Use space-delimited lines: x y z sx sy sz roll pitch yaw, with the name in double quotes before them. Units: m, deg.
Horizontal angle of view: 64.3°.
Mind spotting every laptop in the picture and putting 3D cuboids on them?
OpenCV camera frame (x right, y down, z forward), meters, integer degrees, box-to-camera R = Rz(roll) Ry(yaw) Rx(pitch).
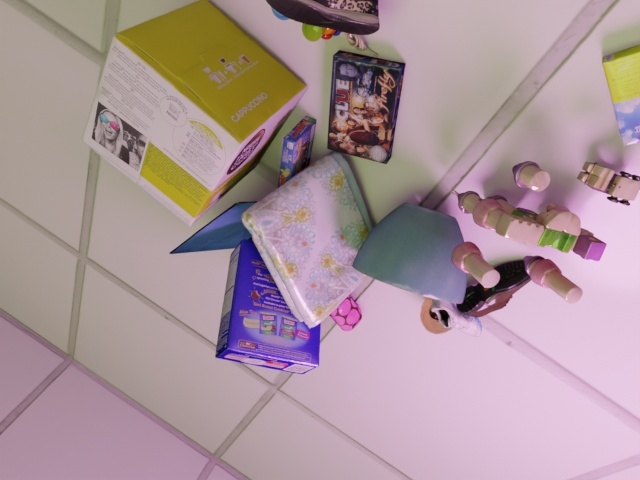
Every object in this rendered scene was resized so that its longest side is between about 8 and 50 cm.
"laptop" -0.158 0.053 1.533 0.381 0.236 0.408 -28 109 42

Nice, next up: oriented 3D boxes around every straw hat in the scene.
"straw hat" 0.341 0.200 1.488 0.145 0.144 0.061 55 172 -19

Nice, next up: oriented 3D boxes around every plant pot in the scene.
"plant pot" 0.247 0.017 1.286 0.290 0.290 0.196 19 95 15

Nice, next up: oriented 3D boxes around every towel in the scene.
"towel" 0.000 0.000 1.347 0.090 0.320 0.375 11 133 50

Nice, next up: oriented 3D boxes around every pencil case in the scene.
"pencil case" 0.056 0.194 1.610 0.095 0.098 0.209 30 161 50

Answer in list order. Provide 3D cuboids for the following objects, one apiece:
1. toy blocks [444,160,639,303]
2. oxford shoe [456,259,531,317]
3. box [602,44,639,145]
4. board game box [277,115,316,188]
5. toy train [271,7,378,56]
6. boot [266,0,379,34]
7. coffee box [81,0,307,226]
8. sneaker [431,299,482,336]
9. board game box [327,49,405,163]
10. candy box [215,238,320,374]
"toy blocks" 0.459 -0.061 1.142 0.288 0.260 0.309 12 110 -17
"oxford shoe" 0.477 0.130 1.354 0.096 0.083 0.227 31 125 -34
"box" 0.615 -0.279 0.970 0.108 0.042 0.178 -11 119 36
"board game box" -0.065 -0.207 1.341 0.035 0.136 0.201 22 132 11
"toy train" 0.013 -0.462 1.087 0.248 0.143 0.105 41 134 -6
"boot" 0.015 -0.513 0.984 0.236 0.179 0.085 6 -177 -22
"coffee box" -0.299 -0.312 1.245 0.338 0.338 0.334 40 134 -5
"sneaker" 0.371 0.222 1.417 0.190 0.083 0.071 39 138 -14
"board game box" 0.103 -0.316 1.225 0.164 0.042 0.244 17 132 17
"candy box" -0.134 0.186 1.427 0.268 0.318 0.122 18 149 -24
